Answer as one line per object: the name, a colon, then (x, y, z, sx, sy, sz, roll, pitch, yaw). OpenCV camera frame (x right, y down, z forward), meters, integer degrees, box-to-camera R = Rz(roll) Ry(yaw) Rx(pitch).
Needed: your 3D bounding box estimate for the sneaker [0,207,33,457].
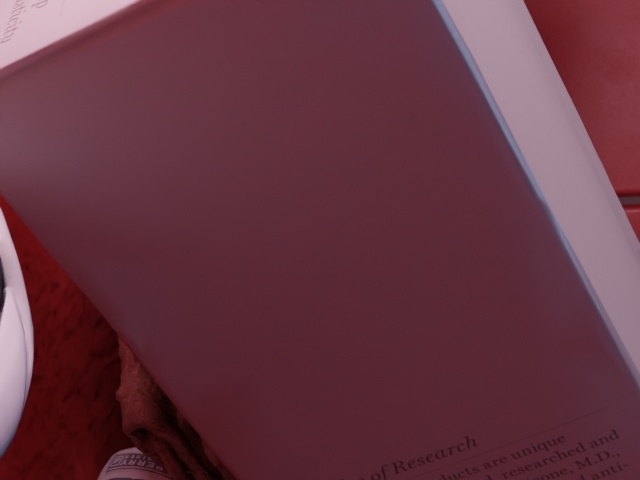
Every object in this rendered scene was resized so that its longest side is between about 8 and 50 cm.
sneaker: (-0.137, 0.011, 0.236, 0.268, 0.101, 0.153, -67, 155, -58)

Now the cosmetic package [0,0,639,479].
cosmetic package: (0.039, 0.005, 0.527, 0.385, 0.156, 0.217, 55, 20, -31)

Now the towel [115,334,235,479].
towel: (-0.047, 0.010, 0.630, 0.187, 0.049, 0.282, 62, 14, -53)

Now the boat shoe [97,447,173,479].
boat shoe: (-0.058, 0.196, 0.645, 0.228, 0.080, 0.076, 74, 24, -45)
